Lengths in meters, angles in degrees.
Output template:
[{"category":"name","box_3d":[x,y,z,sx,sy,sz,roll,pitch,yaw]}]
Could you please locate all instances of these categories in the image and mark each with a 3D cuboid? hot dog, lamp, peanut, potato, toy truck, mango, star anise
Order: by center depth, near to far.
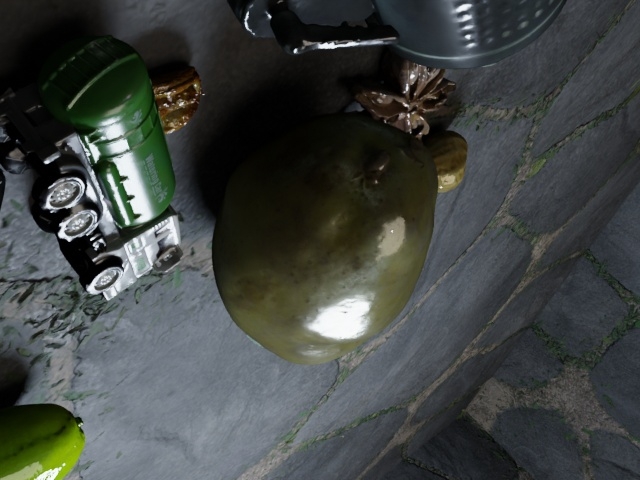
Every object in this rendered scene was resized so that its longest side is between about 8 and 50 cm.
[{"category":"lamp","box_3d":[0.118,-0.281,0.663,0.374,0.205,0.272,-37,157,24]},{"category":"toy truck","box_3d":[-0.182,-0.055,0.664,0.125,0.101,0.242,-36,156,-20]},{"category":"hot dog","box_3d":[-0.138,-0.124,0.710,0.083,0.035,0.058,-29,149,-35]},{"category":"mango","box_3d":[-0.363,0.245,0.847,0.233,0.111,0.125,-26,146,-36]},{"category":"potato","box_3d":[0.000,0.000,0.901,0.243,0.221,0.326,-2,146,-3]},{"category":"star anise","box_3d":[0.102,-0.188,0.990,0.208,0.063,0.172,-13,137,-47]},{"category":"peanut","box_3d":[0.152,-0.098,1.180,0.192,0.089,0.089,-33,154,-29]}]

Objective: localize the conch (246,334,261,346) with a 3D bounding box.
[{"category":"conch","box_3d":[-0.073,0.138,1.236,0.076,0.057,0.085,-44,160,29]}]

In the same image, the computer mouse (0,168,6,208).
[{"category":"computer mouse","box_3d":[-0.302,-0.029,0.539,0.146,0.077,0.241,-45,157,4]}]
